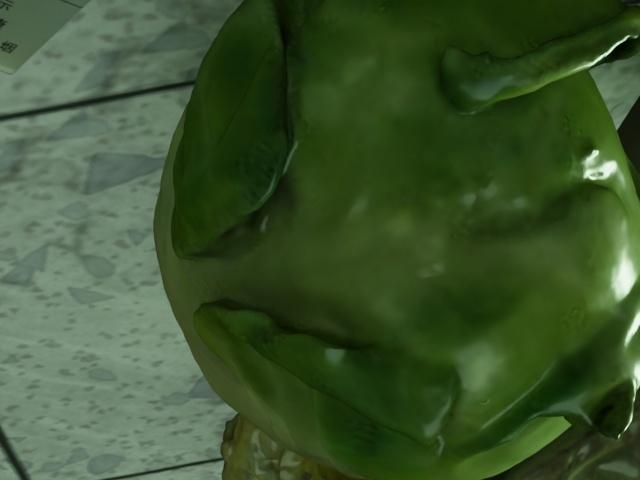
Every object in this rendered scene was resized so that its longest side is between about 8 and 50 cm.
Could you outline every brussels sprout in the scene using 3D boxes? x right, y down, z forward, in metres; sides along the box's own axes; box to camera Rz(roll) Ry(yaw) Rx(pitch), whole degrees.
[{"bbox_3d":[0.046,-0.011,0.913,0.294,0.259,0.227,-25,180,36],"label":"brussels sprout"}]

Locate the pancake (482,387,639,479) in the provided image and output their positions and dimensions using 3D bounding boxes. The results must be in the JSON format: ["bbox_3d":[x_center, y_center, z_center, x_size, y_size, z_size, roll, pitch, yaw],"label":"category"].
[{"bbox_3d":[0.196,0.196,1.198,0.294,0.049,0.294,-14,123,-21],"label":"pancake"}]

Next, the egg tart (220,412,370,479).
[{"bbox_3d":[0.064,0.102,1.177,0.288,0.118,0.288,-14,124,-22],"label":"egg tart"}]

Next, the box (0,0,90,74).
[{"bbox_3d":[-0.132,-0.148,0.843,0.109,0.029,0.198,16,142,-39],"label":"box"}]

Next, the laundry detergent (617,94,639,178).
[{"bbox_3d":[0.242,-0.041,1.053,0.171,0.076,0.237,4,133,-30],"label":"laundry detergent"}]
